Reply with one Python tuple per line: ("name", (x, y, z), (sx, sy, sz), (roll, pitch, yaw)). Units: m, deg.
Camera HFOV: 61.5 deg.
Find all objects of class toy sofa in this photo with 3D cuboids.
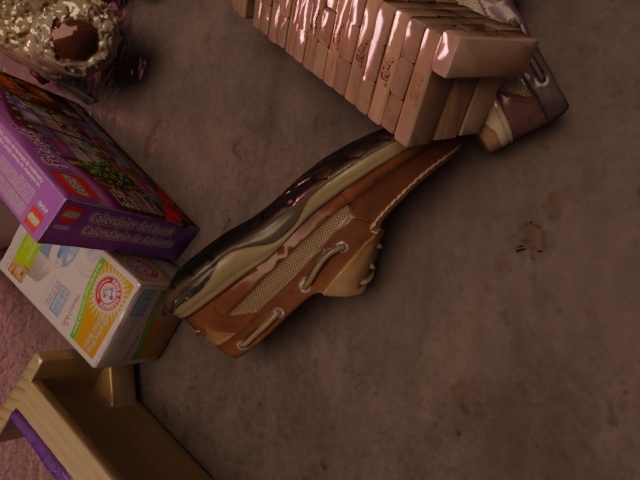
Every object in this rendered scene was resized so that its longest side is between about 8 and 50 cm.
("toy sofa", (-0.184, 0.285, 0.557), (0.363, 0.150, 0.177), (36, 97, 23))

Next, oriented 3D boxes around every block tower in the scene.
("block tower", (0.027, -0.205, 0.498), (0.335, 0.091, 0.097), (47, 138, 37))

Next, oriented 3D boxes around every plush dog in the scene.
("plush dog", (-0.342, -0.335, 0.712), (0.263, 0.210, 0.225), (28, 80, -3))

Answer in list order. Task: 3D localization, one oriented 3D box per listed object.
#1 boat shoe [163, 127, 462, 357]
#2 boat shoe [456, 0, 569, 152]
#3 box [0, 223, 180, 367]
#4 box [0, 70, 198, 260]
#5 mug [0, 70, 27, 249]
("boat shoe", (0.000, 0.000, 0.541), (0.324, 0.122, 0.120), (-35, 104, 9))
("boat shoe", (0.147, -0.227, 0.504), (0.092, 0.103, 0.285), (-19, 80, 16))
("box", (-0.266, 0.045, 0.648), (0.203, 0.103, 0.114), (36, 99, 23))
("box", (-0.301, -0.096, 0.628), (0.293, 0.201, 0.057), (42, 101, 22))
("mug", (-0.551, -0.091, 0.667), (0.276, 0.328, 0.373), (-26, 74, 19))
